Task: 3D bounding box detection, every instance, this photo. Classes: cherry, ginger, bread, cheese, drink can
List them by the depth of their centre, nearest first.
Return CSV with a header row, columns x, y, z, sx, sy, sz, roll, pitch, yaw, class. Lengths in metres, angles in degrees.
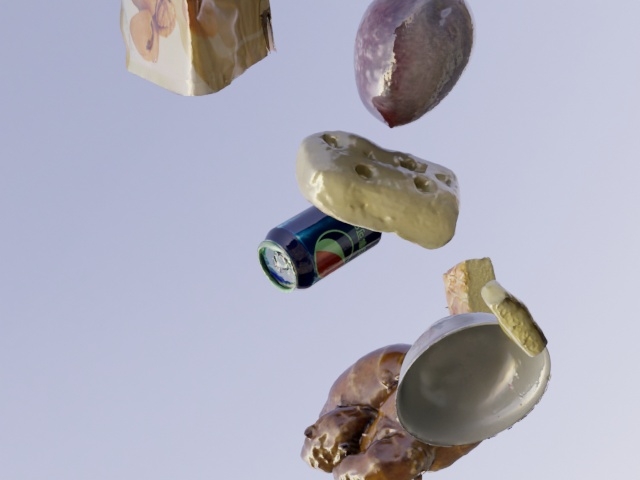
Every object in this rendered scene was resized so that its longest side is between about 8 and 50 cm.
x,y,z,sx,sy,sz,roll,pitch,yaw,class
0.170,0.067,0.941,0.030,0.044,0.083,-44,-61,-4,cheese
0.088,-0.087,1.623,0.263,0.159,0.093,17,-58,-4,cheese
0.145,-0.301,1.652,0.213,0.183,0.266,114,171,-81,cherry
0.111,0.291,1.710,0.274,0.357,0.152,-45,-67,-15,ginger
0.000,0.000,1.753,0.205,0.118,0.118,-31,-37,-32,drink can
0.263,0.130,1.803,0.068,0.188,0.125,-7,-14,-9,bread

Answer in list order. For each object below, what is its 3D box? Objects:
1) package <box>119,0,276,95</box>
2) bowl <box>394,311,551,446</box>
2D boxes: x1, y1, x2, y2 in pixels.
x,y,z,sx,sy,sz,roll,pitch,yaw,class
-0.139,-0.344,1.216,0.165,0.221,0.311,-17,-67,-24,package
0.165,0.143,1.235,0.189,0.086,0.189,-7,-54,-10,bowl
